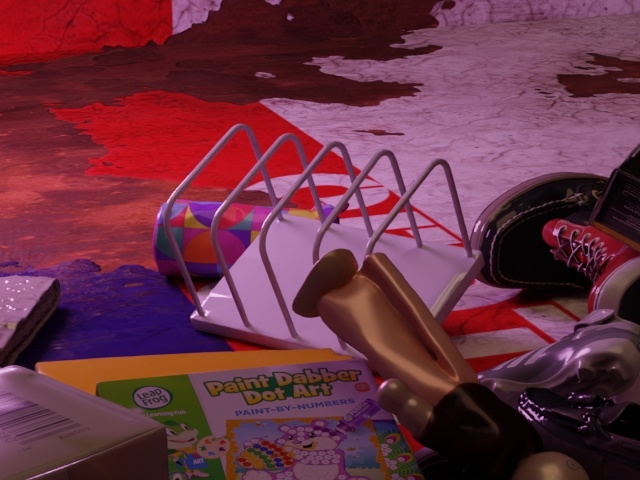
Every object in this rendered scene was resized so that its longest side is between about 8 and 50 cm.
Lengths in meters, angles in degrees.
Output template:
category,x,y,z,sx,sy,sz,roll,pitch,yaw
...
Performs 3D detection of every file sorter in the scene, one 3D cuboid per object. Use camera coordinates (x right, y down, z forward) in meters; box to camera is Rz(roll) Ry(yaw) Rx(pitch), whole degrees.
category,x,y,z,sx,sy,sz,roll,pitch,yaw
file sorter,0.000,0.000,1.923,0.278,0.173,0.193,12,46,32

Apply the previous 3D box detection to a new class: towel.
category,x,y,z,sx,sy,sz,roll,pitch,yaw
towel,-0.408,0.090,1.943,0.187,0.049,0.282,2,17,5

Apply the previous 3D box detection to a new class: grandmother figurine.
category,x,y,z,sx,sy,sz,roll,pitch,yaw
grandmother figurine,0.118,0.142,1.501,0.342,0.104,0.208,45,26,29

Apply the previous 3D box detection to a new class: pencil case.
category,x,y,z,sx,sy,sz,roll,pitch,yaw
pencil case,-0.084,0.000,2.151,0.236,0.104,0.104,1,17,4

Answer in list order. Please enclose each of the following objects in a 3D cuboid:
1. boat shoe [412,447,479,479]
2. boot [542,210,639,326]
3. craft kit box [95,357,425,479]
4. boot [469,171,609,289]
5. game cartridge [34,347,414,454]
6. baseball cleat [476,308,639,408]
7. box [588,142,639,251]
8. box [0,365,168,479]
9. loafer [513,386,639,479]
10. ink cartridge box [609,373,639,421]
category,x,y,z,sx,sy,sz,roll,pitch,yaw
boat shoe,0.138,0.204,1.571,0.142,0.049,0.040,-5,18,-23
boot,0.291,0.030,1.865,0.176,0.088,0.244,18,21,28
craft kit box,-0.047,0.197,1.484,0.250,0.061,0.246,-4,30,-16
boot,0.392,0.015,2.055,0.377,0.138,0.284,-4,17,-30
game cartridge,-0.100,0.176,1.674,0.324,0.052,0.285,-1,17,-12
baseball cleat,0.224,0.125,1.688,0.206,0.072,0.109,-17,24,36
box,0.466,-0.011,1.838,0.322,0.079,0.257,29,31,13
box,-0.169,0.244,0.992,0.148,0.311,0.121,17,24,42
loafer,0.282,0.182,1.514,0.109,0.095,0.302,1,20,-37
ink cartridge box,0.395,0.138,1.742,0.225,0.056,0.181,4,8,4
